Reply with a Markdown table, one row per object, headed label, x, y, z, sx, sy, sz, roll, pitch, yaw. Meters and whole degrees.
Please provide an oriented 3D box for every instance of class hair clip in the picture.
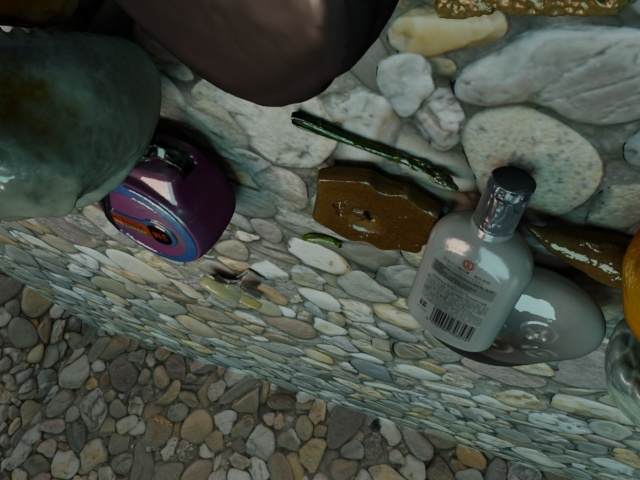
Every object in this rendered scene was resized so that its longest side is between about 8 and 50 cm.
| label | x | y | z | sx | sy | sz | roll | pitch | yaw |
| --- | --- | --- | --- | --- | --- | --- | --- | --- | --- |
| hair clip | -0.216 | 0.123 | 1.283 | 0.159 | 0.071 | 0.219 | 37 | 155 | -33 |

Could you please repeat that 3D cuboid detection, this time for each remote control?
| label | x | y | z | sx | sy | sz | roll | pitch | yaw |
| --- | --- | --- | --- | --- | --- | --- | --- | --- | --- |
| remote control | 0.297 | 0.129 | 0.832 | 0.221 | 0.103 | 0.332 | 36 | 154 | -7 |

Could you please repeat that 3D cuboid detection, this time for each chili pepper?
| label | x | y | z | sx | sy | sz | roll | pitch | yaw |
| --- | --- | --- | --- | --- | --- | --- | --- | --- | --- |
| chili pepper | 0.000 | 0.001 | 0.921 | 0.083 | 0.017 | 0.030 | 13 | 154 | 18 |

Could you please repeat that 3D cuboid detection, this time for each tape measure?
| label | x | y | z | sx | sy | sz | roll | pitch | yaw |
| --- | --- | --- | --- | --- | --- | --- | --- | --- | --- |
| tape measure | -0.261 | -0.084 | 0.833 | 0.232 | 0.149 | 0.245 | 16 | 147 | 19 |

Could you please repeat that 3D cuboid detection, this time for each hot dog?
| label | x | y | z | sx | sy | sz | roll | pitch | yaw |
| --- | --- | --- | --- | --- | --- | --- | --- | --- | --- |
| hot dog | -0.369 | -0.300 | 0.580 | 0.250 | 0.076 | 0.104 | 8 | 132 | 20 |

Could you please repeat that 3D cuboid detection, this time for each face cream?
| label | x | y | z | sx | sy | sz | roll | pitch | yaw |
| --- | --- | --- | --- | --- | --- | --- | --- | --- | --- |
| face cream | 0.205 | 0.031 | 0.676 | 0.144 | 0.071 | 0.291 | 30 | 139 | 23 |

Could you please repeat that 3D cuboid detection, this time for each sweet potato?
| label | x | y | z | sx | sy | sz | roll | pitch | yaw |
| --- | --- | --- | --- | --- | --- | --- | --- | --- | --- |
| sweet potato | 0.353 | 0.019 | 0.636 | 0.206 | 0.060 | 0.068 | 20 | 117 | 2 |

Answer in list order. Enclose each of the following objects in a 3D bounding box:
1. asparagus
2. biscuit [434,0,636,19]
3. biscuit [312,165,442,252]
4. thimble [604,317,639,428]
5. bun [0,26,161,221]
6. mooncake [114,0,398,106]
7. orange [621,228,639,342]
| label | x | y | z | sx | sy | sz | roll | pitch | yaw |
| --- | --- | --- | --- | --- | --- | --- | --- | --- | --- |
| asparagus | 0.070 | -0.113 | 0.642 | 0.233 | 0.022 | 0.023 | 23 | 110 | 3 |
| biscuit | 0.163 | -0.206 | 0.327 | 0.237 | 0.026 | 0.131 | 19 | 160 | 41 |
| biscuit | 0.095 | -0.040 | 0.750 | 0.216 | 0.034 | 0.182 | 18 | 155 | 4 |
| thimble | 0.506 | 0.178 | 0.645 | 0.250 | 0.204 | 0.172 | 0 | 148 | 29 |
| bun | -0.361 | -0.132 | 0.581 | 0.362 | 0.362 | 0.211 | 6 | 114 | 31 |
| mooncake | -0.064 | -0.241 | 0.367 | 0.283 | 0.141 | 0.283 | 27 | 157 | 13 |
| orange | 0.421 | 0.052 | 0.501 | 0.219 | 0.193 | 0.219 | 34 | 165 | 10 |
